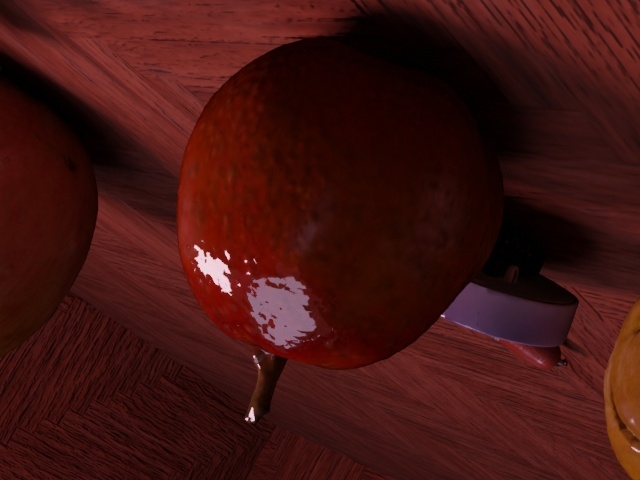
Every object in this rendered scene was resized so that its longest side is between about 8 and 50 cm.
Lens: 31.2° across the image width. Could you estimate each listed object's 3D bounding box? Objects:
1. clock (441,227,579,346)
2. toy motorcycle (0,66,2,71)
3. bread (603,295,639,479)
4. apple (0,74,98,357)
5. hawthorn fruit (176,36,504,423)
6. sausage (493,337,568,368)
[{"bbox_3d":[0.099,0.012,0.828,0.198,0.064,0.172,23,-168,28],"label":"clock"},{"bbox_3d":[-0.397,-0.152,0.967,0.401,0.207,0.134,2,-175,24],"label":"toy motorcycle"},{"bbox_3d":[0.348,0.161,0.655,0.337,0.148,0.328,40,167,-30],"label":"bread"},{"bbox_3d":[-0.452,-0.030,1.226,0.391,0.346,0.391,29,168,7],"label":"apple"},{"bbox_3d":[0.000,0.000,0.670,0.196,0.225,0.196,20,164,6],"label":"hawthorn fruit"},{"bbox_3d":[0.120,0.048,1.006,0.253,0.034,0.034,33,166,-13],"label":"sausage"}]
